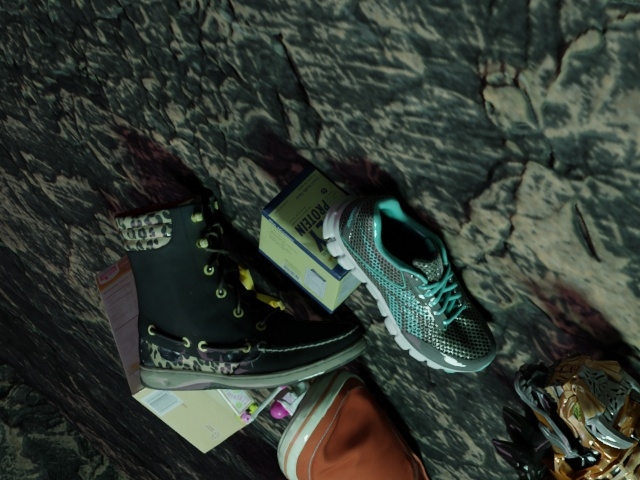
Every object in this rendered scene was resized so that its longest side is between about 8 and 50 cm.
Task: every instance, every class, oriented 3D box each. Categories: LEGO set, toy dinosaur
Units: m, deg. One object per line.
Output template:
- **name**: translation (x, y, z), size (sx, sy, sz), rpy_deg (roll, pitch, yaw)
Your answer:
- **LEGO set**: translation (-0.112, 0.089, 1.327), size (0.287, 0.107, 0.132), rpy_deg (47, 160, -6)
- **toy dinosaur**: translation (0.210, 0.215, 0.916), size (0.218, 0.164, 0.322), rpy_deg (-6, 106, 45)

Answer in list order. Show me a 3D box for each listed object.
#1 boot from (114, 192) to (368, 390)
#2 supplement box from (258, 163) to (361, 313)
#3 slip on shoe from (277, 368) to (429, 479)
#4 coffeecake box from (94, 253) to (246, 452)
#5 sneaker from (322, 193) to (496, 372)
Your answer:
- **boot**: translation (-0.082, 0.045, 1.193), size (0.236, 0.085, 0.179), rpy_deg (-7, 100, 25)
- **supplement box**: translation (0.000, 0.000, 1.011), size (0.083, 0.056, 0.083), rpy_deg (40, 160, 12)
- **slip on shoe**: translation (0.047, 0.222, 1.268), size (0.101, 0.123, 0.331), rpy_deg (23, 160, 28)
- **coffeecake box**: translation (-0.162, 0.117, 1.396), size (0.142, 0.068, 0.185), rpy_deg (49, -170, -45)
- **sneaker**: translation (0.072, 0.031, 0.932), size (0.166, 0.065, 0.076), rpy_deg (46, 156, -7)
